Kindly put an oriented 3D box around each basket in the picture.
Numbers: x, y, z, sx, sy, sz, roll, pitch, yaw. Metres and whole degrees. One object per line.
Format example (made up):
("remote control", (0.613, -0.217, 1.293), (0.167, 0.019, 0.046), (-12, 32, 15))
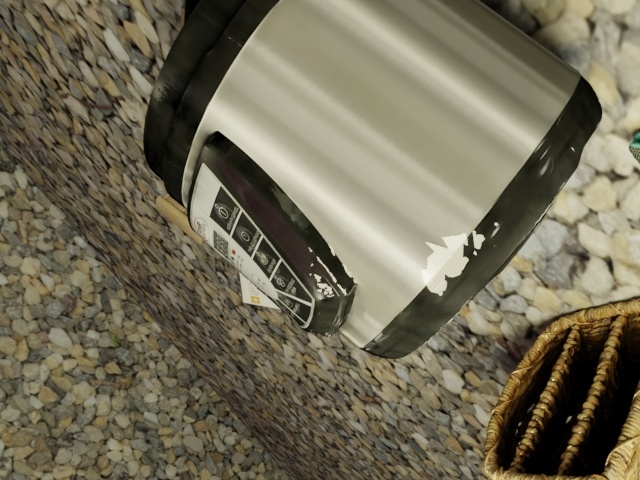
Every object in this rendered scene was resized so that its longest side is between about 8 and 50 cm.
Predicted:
("basket", (0.343, 0.227, 0.762), (0.213, 0.299, 0.223), (11, 140, 41))

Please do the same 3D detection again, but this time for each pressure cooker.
("pressure cooker", (0.020, -0.125, 0.619), (0.420, 0.375, 0.370), (39, 110, 4))

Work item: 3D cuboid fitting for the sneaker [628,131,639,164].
("sneaker", (0.371, -0.113, 0.541), (0.076, 0.065, 0.166), (42, 147, 6))

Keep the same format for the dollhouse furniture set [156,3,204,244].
("dollhouse furniture set", (-0.169, -0.152, 0.964), (0.303, 0.174, 0.355), (37, 149, 6))

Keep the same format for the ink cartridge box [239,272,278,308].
("ink cartridge box", (0.000, 0.000, 0.946), (0.307, 0.072, 0.304), (7, 123, 14))
